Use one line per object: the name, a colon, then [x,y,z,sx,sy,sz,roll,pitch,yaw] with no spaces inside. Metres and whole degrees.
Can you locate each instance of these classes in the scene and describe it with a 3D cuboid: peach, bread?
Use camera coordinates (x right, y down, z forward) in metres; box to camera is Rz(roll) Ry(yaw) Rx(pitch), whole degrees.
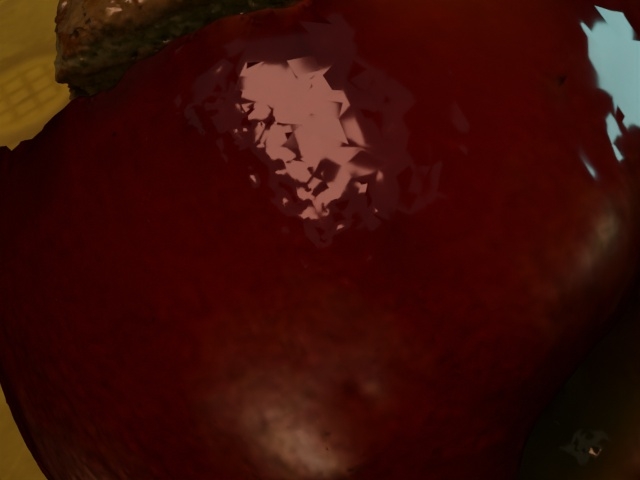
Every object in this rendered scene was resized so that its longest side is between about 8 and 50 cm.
peach: [0.000,0.000,0.654,0.281,0.281,0.338,-38,39,-13]
bread: [-0.060,-0.144,0.989,0.196,0.102,0.138,-14,37,19]
